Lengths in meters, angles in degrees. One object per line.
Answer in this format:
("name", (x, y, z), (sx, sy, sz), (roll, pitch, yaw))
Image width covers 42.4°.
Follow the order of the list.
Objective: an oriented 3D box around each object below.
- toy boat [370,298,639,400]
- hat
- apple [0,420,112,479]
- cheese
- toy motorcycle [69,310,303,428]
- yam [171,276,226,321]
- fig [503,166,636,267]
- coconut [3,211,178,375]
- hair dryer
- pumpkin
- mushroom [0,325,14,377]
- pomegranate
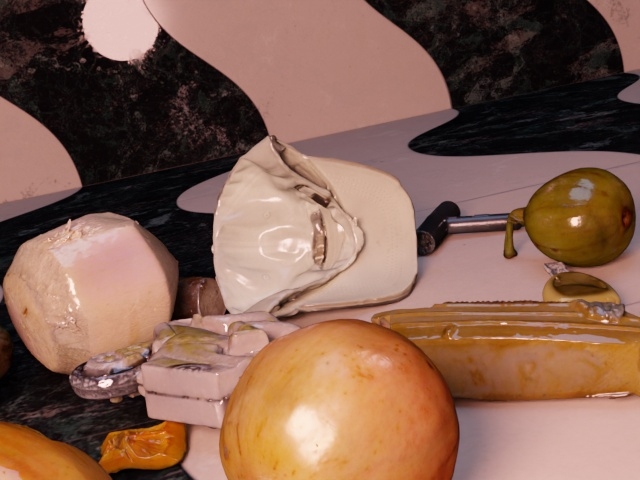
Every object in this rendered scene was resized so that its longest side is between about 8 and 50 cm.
("toy boat", (0.195, 0.106, 0.850), (0.310, 0.089, 0.115), (-5, 13, 23))
("hat", (-0.003, -0.002, 1.222), (0.301, 0.258, 0.168), (4, -12, -14))
("apple", (-0.235, 0.219, 0.604), (0.199, 0.199, 0.199), (-10, 15, 3))
("cheese", (0.317, 0.058, 1.046), (0.086, 0.036, 0.162), (-9, 15, 4))
("toy motorcycle", (-0.097, 0.139, 0.918), (0.340, 0.108, 0.223), (-1, 10, 31))
("yam", (-0.218, 0.089, 1.238), (0.141, 0.079, 0.079), (-1, 18, 29))
("fig", (0.348, -0.035, 1.161), (0.142, 0.148, 0.186), (-48, 42, -14))
("coconut", (-0.298, 0.066, 1.121), (0.234, 0.224, 0.224), (-36, 26, -32))
("hair dryer", (0.264, -0.022, 1.375), (0.194, 0.050, 0.173), (0, 21, 26))
("pumpkin", (-0.189, 0.210, 0.850), (0.101, 0.035, 0.073), (-13, 12, 2))
("mushroom", (-0.497, 0.155, 1.006), (0.254, 0.267, 0.267), (20, 0, -28))
("pomegranate", (0.011, 0.151, 0.636), (0.191, 0.191, 0.191), (-10, 15, 3))
